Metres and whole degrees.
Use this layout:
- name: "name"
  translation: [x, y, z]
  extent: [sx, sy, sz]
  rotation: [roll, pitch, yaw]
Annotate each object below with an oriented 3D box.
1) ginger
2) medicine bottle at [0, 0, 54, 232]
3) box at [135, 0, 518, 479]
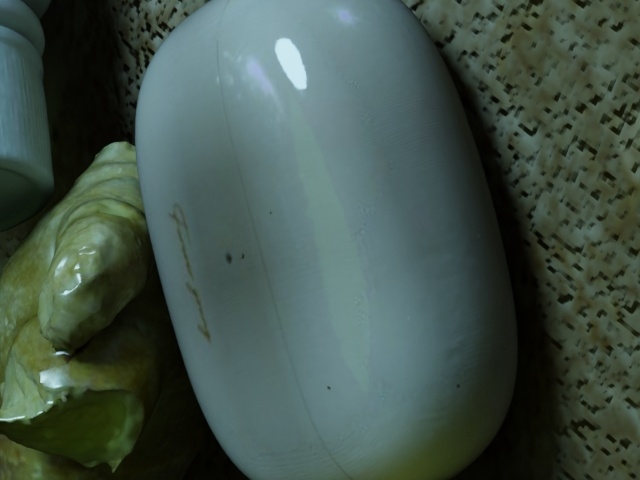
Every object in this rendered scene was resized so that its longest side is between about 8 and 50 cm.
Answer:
- name: "ginger"
  translation: [-0.096, 0.067, 0.838]
  extent: [0.157, 0.102, 0.216]
  rotation: [-101, 19, -59]
- name: "medicine bottle"
  translation: [-0.184, -0.123, 0.848]
  extent: [0.139, 0.139, 0.237]
  rotation: [-28, 64, 49]
- name: "box"
  translation: [0.000, 0.000, 0.736]
  extent: [0.146, 0.088, 0.200]
  rotation: [-20, 85, 51]
